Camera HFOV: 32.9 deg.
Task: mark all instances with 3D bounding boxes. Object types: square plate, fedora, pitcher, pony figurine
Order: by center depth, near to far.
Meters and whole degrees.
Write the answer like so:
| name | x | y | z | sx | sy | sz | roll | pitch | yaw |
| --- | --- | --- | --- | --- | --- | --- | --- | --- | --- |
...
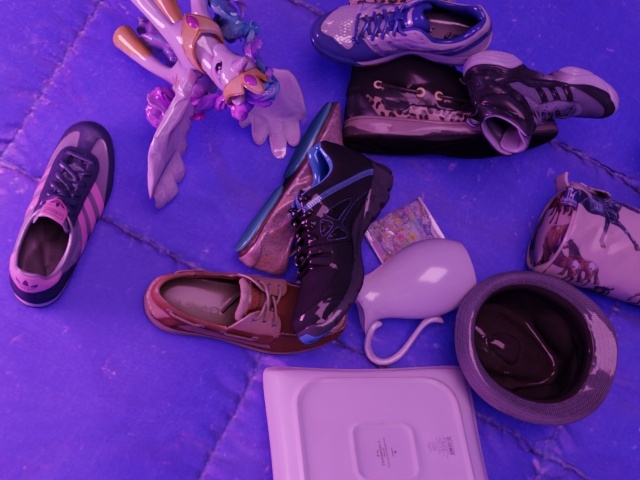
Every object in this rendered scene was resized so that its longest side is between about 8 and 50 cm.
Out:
| name | x | y | z | sx | sy | sz | roll | pitch | yaw |
| --- | --- | --- | --- | --- | --- | --- | --- | --- | --- |
| square plate | 0.095 | 0.330 | 1.656 | 0.344 | 0.049 | 0.347 | 1 | 51 | -11 |
| pony figurine | -0.195 | -0.259 | 1.704 | 0.302 | 0.351 | 0.363 | -32 | 65 | -20 |
| fedora | 0.331 | 0.178 | 1.772 | 0.275 | 0.124 | 0.244 | 18 | 74 | -11 |
| pitcher | 0.151 | 0.098 | 1.773 | 0.207 | 0.125 | 0.178 | -18 | 101 | -5 |

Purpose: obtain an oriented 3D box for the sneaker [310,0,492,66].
| name | x | y | z | sx | sy | sz | roll | pitch | yaw |
| --- | --- | --- | --- | --- | --- | --- | --- | --- | --- |
| sneaker | 0.130 | -0.351 | 1.747 | 0.296 | 0.131 | 0.112 | -1 | 78 | 2 |

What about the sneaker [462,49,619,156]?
| name | x | y | z | sx | sy | sz | roll | pitch | yaw |
| --- | --- | --- | --- | --- | --- | --- | --- | --- | --- |
| sneaker | 0.354 | -0.204 | 1.756 | 0.268 | 0.101 | 0.153 | 13 | 63 | -10 |

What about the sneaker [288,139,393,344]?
| name | x | y | z | sx | sy | sz | roll | pitch | yaw |
| --- | --- | --- | --- | --- | --- | --- | --- | --- | --- |
| sneaker | 0.000 | 0.000 | 1.671 | 0.139 | 0.125 | 0.341 | 30 | 55 | -20 |

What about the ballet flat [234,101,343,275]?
| name | x | y | z | sx | sy | sz | roll | pitch | yaw |
| --- | --- | --- | --- | --- | --- | --- | --- | --- | --- |
| ballet flat | -0.024 | -0.079 | 1.793 | 0.106 | 0.107 | 0.316 | 34 | 79 | -13 |

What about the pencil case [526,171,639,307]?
| name | x | y | z | sx | sy | sz | roll | pitch | yaw |
| --- | --- | --- | --- | --- | --- | --- | --- | --- | --- |
| pencil case | 0.567 | 0.028 | 1.840 | 0.410 | 0.160 | 0.184 | 18 | 85 | -6 |

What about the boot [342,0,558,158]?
| name | x | y | z | sx | sy | sz | roll | pitch | yaw |
| --- | --- | --- | --- | --- | --- | --- | --- | --- | --- |
| boot | 0.217 | -0.291 | 1.873 | 0.377 | 0.138 | 0.284 | -1 | 76 | -6 |

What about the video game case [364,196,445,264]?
| name | x | y | z | sx | sy | sz | roll | pitch | yaw |
| --- | --- | --- | --- | --- | --- | --- | --- | --- | --- |
| video game case | 0.141 | -0.010 | 1.844 | 0.122 | 0.011 | 0.087 | -29 | 82 | -17 |

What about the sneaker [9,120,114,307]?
| name | x | y | z | sx | sy | sz | roll | pitch | yaw |
| --- | --- | --- | --- | --- | --- | --- | --- | --- | --- |
| sneaker | -0.396 | -0.054 | 1.690 | 0.112 | 0.131 | 0.319 | 15 | 73 | -6 |

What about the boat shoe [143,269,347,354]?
| name | x | y | z | sx | sy | sz | roll | pitch | yaw |
| --- | --- | --- | --- | --- | --- | --- | --- | --- | --- |
| boat shoe | -0.115 | 0.109 | 1.707 | 0.324 | 0.120 | 0.123 | 4 | 75 | -10 |
